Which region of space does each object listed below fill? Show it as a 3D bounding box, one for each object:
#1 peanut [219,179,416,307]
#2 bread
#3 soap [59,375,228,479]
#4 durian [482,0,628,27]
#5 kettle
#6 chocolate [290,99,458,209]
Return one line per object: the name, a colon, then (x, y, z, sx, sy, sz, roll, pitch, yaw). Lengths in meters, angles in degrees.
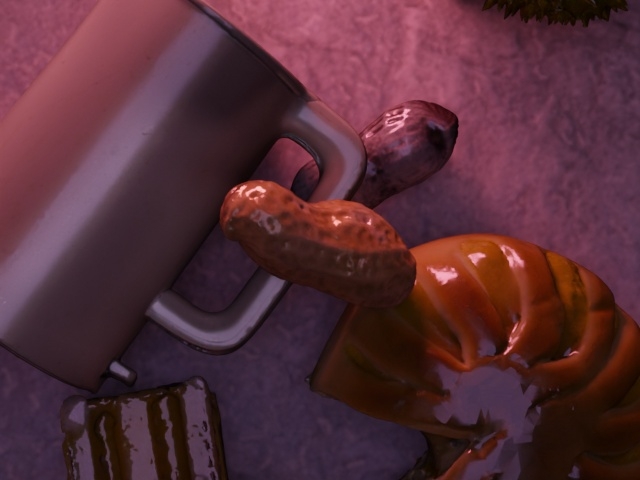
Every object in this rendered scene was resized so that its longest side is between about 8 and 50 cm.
peanut: (0.000, 0.000, 1.191, 0.174, 0.080, 0.080, 22, 89, -21)
bread: (0.144, 0.158, 1.265, 0.333, 0.160, 0.333, 0, 88, 0)
soap: (-0.144, 0.241, 1.310, 0.135, 0.076, 0.233, -9, 87, 1)
durian: (0.191, -0.305, 1.234, 0.291, 0.224, 0.291, 0, 88, -16)
kettle: (-0.157, -0.041, 1.244, 0.265, 0.205, 0.318, 34, 86, 34)
chocolate: (0.048, -0.066, 1.318, 0.167, 0.072, 0.072, -34, 88, 2)
